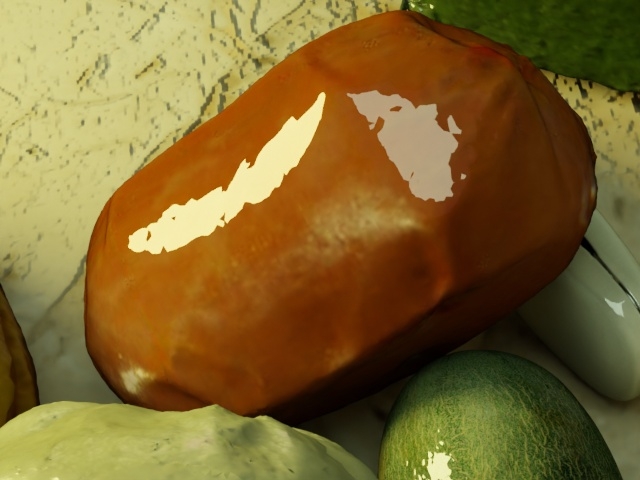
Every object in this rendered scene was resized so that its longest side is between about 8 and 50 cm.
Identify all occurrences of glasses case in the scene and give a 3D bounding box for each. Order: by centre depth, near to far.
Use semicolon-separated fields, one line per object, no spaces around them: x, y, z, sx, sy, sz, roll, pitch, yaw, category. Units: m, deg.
0.108;-0.004;0.841;0.051;0.081;0.204;-28;60;-15;glasses case

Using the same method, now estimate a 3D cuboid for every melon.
0.084;0.127;0.735;0.114;0.114;0.167;-14;53;-3;melon

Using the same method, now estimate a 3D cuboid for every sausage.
0.001;0.001;0.772;0.268;0.153;0.141;-31;73;25;sausage

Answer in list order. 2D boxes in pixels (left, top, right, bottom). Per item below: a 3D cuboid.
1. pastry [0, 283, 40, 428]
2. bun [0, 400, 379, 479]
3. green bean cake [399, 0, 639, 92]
-0.299;0.077;0.779;0.356;0.164;0.356;-1;58;2;pastry
-0.066;0.144;0.686;0.231;0.231;0.133;-5;44;3;bun
0.177;-0.204;0.864;0.247;0.250;0.156;13;59;15;green bean cake
